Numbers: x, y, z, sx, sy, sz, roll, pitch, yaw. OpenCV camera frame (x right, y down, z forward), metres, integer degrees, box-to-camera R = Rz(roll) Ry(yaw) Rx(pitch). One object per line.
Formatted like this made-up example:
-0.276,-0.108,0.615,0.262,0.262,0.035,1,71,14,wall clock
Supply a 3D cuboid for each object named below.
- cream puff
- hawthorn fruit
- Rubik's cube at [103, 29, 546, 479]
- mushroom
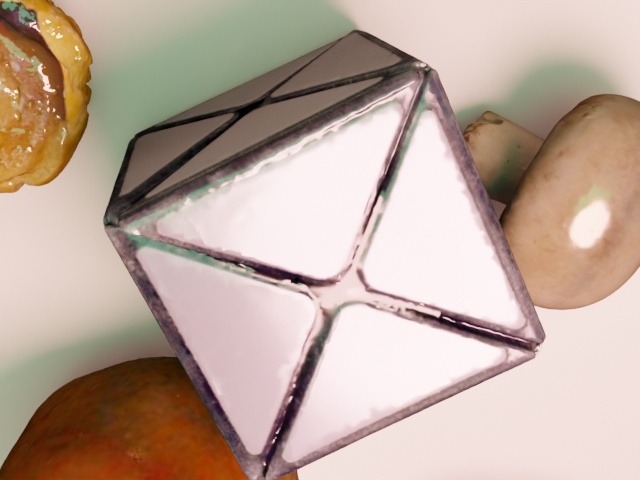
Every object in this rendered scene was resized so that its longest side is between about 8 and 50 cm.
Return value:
-0.273,-0.135,0.751,0.189,0.129,0.189,-2,117,-5,cream puff
-0.163,0.255,0.801,0.267,0.301,0.268,3,109,8,hawthorn fruit
0.000,0.000,0.763,0.254,0.260,0.259,-26,112,3,Rubik's cube
0.210,-0.047,0.826,0.204,0.204,0.204,-2,108,-6,mushroom
